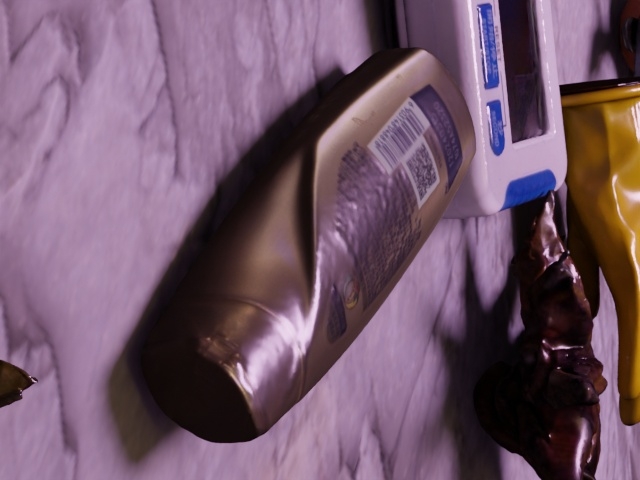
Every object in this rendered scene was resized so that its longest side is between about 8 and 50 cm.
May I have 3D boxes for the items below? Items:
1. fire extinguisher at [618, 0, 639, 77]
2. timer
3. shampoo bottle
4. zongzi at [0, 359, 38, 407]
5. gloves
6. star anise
[{"bbox_3d":[0.367,-0.231,1.829,0.376,0.113,0.200,-13,81,-59],"label":"fire extinguisher"},{"bbox_3d":[0.119,-0.150,1.434,0.178,0.078,0.253,-17,102,-61],"label":"timer"},{"bbox_3d":[0.000,0.000,1.211,0.350,0.084,0.125,-54,127,-47],"label":"shampoo bottle"},{"bbox_3d":[-0.231,0.044,0.744,0.160,0.176,0.078,39,46,-48],"label":"zongzi"},{"bbox_3d":[0.246,0.014,1.562,0.133,0.116,0.294,-21,105,-64],"label":"gloves"},{"bbox_3d":[0.169,0.099,1.466,0.272,0.103,0.272,-6,90,-85],"label":"star anise"}]
